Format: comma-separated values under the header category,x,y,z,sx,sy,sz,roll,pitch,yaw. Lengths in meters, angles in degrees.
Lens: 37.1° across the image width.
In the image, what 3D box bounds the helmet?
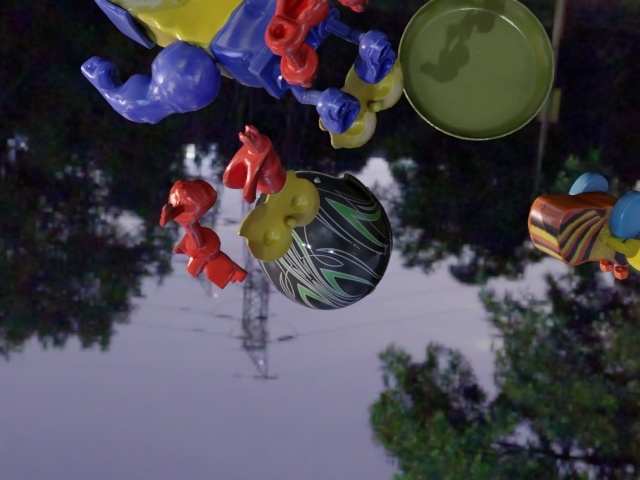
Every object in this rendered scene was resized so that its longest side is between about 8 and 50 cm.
category,x,y,z,sx,sy,sz,roll,pitch,yaw
helmet,0.000,0.000,1.135,0.169,0.169,0.161,8,-171,27

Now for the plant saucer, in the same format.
category,x,y,z,sx,sy,sz,roll,pitch,yaw
plant saucer,0.237,-0.268,1.468,0.241,0.241,0.037,3,173,-3

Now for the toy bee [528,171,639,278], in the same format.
category,x,y,z,sx,sy,sz,roll,pitch,yaw
toy bee,0.414,-0.008,1.346,0.298,0.162,0.195,-5,-152,-15

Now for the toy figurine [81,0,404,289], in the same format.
category,x,y,z,sx,sy,sz,roll,pitch,yaw
toy figurine,-0.046,-0.180,0.578,0.217,0.362,0.191,35,179,17
